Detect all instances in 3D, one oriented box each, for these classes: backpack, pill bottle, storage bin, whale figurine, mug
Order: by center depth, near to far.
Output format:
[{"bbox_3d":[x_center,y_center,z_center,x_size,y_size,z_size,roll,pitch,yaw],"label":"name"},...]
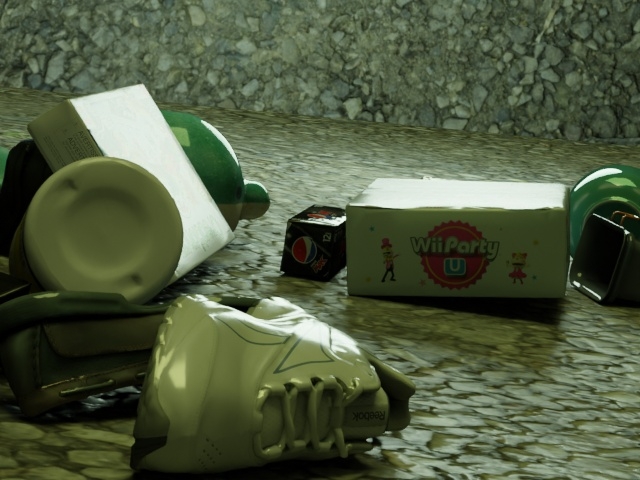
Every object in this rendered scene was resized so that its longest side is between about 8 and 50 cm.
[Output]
[{"bbox_3d":[-0.180,0.011,1.528,0.119,0.119,0.208,5,-10,-13],"label":"pill bottle"},{"bbox_3d":[-0.268,-0.043,1.962,0.098,0.120,0.101,10,9,22],"label":"backpack"},{"bbox_3d":[0.345,0.024,2.166,0.091,0.098,0.135,16,6,-13],"label":"storage bin"},{"bbox_3d":[-0.159,-0.080,2.236,0.216,0.141,0.272,9,8,12],"label":"whale figurine"},{"bbox_3d":[0.358,-0.017,2.292,0.157,0.129,0.097,9,12,10],"label":"mug"}]

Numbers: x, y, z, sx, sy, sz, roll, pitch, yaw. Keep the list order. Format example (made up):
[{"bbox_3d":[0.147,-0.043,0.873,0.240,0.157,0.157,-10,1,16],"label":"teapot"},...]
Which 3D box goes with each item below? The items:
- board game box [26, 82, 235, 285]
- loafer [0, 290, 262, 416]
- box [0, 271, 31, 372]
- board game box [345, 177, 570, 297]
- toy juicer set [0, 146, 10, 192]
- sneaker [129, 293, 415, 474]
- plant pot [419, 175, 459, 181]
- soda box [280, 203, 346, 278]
[{"bbox_3d":[-0.177,-0.053,1.917,0.053,0.193,0.305,-30,3,10],"label":"board game box"},{"bbox_3d":[-0.118,0.089,1.416,0.267,0.084,0.096,5,-23,-42],"label":"loafer"},{"bbox_3d":[-0.367,0.039,1.315,0.257,0.079,0.322,19,10,7],"label":"box"},{"bbox_3d":[0.153,-0.007,2.095,0.224,0.097,0.303,1,6,8],"label":"board game box"},{"bbox_3d":[-0.394,-0.048,2.064,0.209,0.089,0.329,-12,0,20],"label":"toy juicer set"},{"bbox_3d":[-0.027,0.097,1.287,0.129,0.111,0.297,17,12,21],"label":"sneaker"},{"bbox_3d":[0.140,-0.033,2.373,0.081,0.083,0.081,8,7,6],"label":"plant pot"},{"bbox_3d":[0.000,0.000,2.109,0.053,0.060,0.169,10,8,9],"label":"soda box"}]
